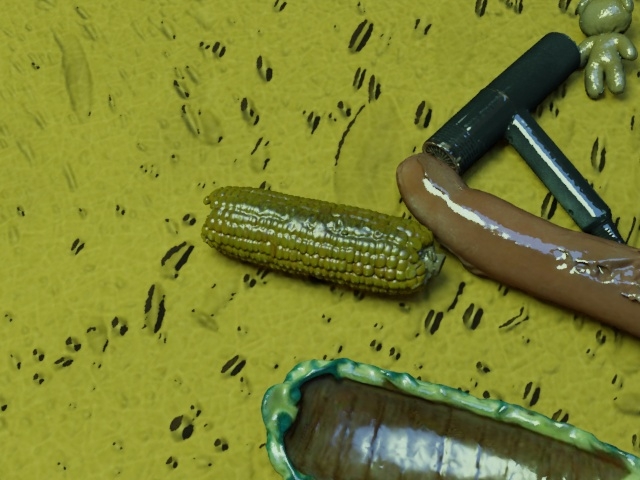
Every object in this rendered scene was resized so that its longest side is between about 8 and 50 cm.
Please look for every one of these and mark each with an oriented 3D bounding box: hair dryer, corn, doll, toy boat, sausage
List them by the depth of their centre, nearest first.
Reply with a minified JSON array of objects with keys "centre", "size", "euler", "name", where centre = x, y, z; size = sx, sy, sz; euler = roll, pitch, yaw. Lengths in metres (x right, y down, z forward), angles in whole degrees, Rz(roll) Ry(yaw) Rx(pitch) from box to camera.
[{"centre":[0.102,0.159,0.616],"size":[0.293,0.099,0.108],"euler":[9,65,14],"name":"toy boat"},{"centre":[0.192,0.015,0.691],"size":[0.304,0.078,0.078],"euler":[26,68,14],"name":"sausage"},{"centre":[0.000,0.000,0.706],"size":[0.208,0.068,0.068],"euler":[12,66,7],"name":"corn"},{"centre":[0.218,-0.075,0.750],"size":[0.195,0.050,0.173],"euler":[42,74,14],"name":"hair dryer"},{"centre":[0.261,-0.182,0.792],"size":[0.062,0.051,0.093],"euler":[-2,58,32],"name":"doll"}]
